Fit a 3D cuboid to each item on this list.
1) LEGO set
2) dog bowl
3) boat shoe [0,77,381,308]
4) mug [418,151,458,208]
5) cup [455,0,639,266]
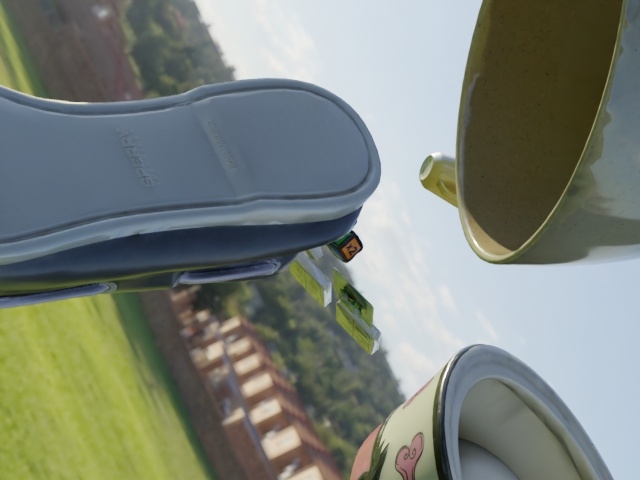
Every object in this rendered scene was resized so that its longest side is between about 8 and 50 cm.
[{"bbox_3d":[0.000,0.000,1.109,0.182,0.060,0.244,45,-11,14],"label":"LEGO set"},{"bbox_3d":[0.189,0.322,1.287,0.408,0.150,0.408,41,31,-32],"label":"dog bowl"},{"bbox_3d":[-0.125,-0.014,0.547,0.095,0.335,0.112,-53,-130,43],"label":"boat shoe"},{"bbox_3d":[0.158,-0.077,1.496,0.064,0.062,0.078,22,-3,-19],"label":"mug"},{"bbox_3d":[0.274,-0.122,0.994,0.331,0.236,0.331,-169,-90,-78],"label":"cup"}]
